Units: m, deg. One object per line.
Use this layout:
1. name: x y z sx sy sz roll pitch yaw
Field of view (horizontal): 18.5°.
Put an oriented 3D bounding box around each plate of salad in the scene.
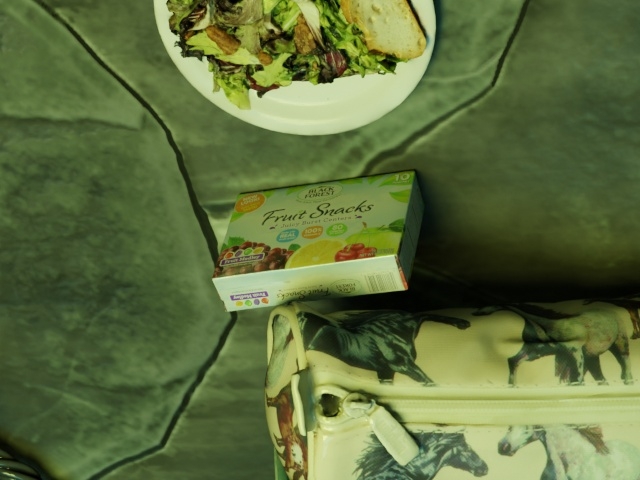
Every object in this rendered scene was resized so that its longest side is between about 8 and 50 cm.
1. plate of salad: -0.021 -0.150 1.358 0.199 0.048 0.200 6 129 8

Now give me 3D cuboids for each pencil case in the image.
1. pencil case: 0.166 0.114 1.394 0.410 0.183 0.160 -2 99 -5

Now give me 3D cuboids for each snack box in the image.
1. snack box: 0.000 0.000 1.437 0.141 0.100 0.037 -7 126 17

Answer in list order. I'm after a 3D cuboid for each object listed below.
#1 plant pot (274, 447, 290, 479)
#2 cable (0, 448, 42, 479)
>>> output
1. plant pot: 0.102 0.266 1.533 0.255 0.272 0.272 -5 127 1
2. cable: -0.307 0.224 1.728 0.184 0.047 0.151 -7 121 21
